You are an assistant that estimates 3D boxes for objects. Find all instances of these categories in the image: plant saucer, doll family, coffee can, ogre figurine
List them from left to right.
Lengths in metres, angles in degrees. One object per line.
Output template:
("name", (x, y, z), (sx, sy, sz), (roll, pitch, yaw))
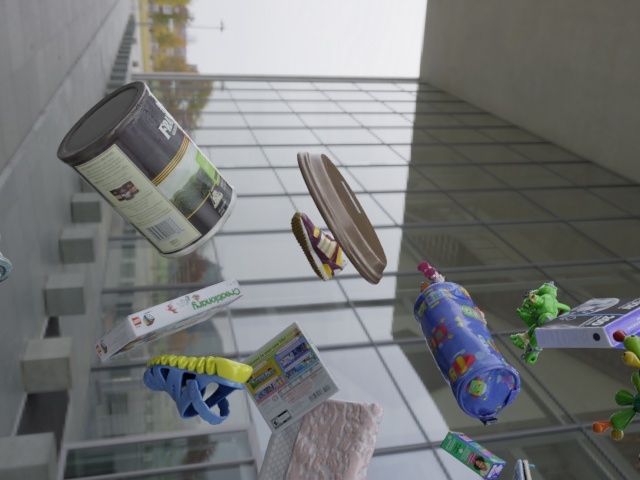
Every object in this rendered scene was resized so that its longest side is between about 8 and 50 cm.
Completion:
("coffee can", (-0.319, -0.128, 1.231), (0.275, 0.201, 0.202), (51, 9, -34))
("plant saucer", (0.046, -0.049, 1.178), (0.278, 0.041, 0.278), (56, 11, -17))
("doll family", (0.356, 0.183, 1.877), (0.263, 0.118, 0.163), (47, 5, 34))
("ogre figurine", (0.494, 0.171, 1.474), (0.096, 0.197, 0.118), (36, -47, 13))

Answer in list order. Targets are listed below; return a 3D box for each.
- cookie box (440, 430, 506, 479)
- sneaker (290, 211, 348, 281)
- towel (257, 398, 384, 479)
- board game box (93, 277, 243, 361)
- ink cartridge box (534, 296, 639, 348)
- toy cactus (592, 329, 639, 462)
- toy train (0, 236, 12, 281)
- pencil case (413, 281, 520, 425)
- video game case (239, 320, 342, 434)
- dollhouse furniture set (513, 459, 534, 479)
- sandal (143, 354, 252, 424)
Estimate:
("cookie box", (0.305, 0.428, 1.304), (0.107, 0.091, 0.040), (29, -90, 33))
("sneaker", (0.000, 0.000, 1.447), (0.069, 0.083, 0.186), (35, -26, 53))
("towel", (-0.021, 0.521, 1.499), (0.316, 0.053, 0.332), (-5, -122, 45))
("board game box", (-0.350, 0.182, 1.526), (0.193, 0.305, 0.053), (-33, -100, 44))
("ink cartridge box", (0.547, 0.152, 1.220), (0.208, 0.206, 0.045), (-10, -85, 56))
("toy cactus", (0.516, 0.256, 1.020), (0.180, 0.112, 0.219), (173, -81, -75))
("toy train", (-0.810, 0.017, 1.390), (0.142, 0.190, 0.334), (54, -11, 29))
("pencil case", (0.275, 0.200, 1.238), (0.306, 0.133, 0.119), (-107, -140, -62))
("video game case", (-0.082, 0.332, 1.575), (0.193, 0.212, 0.023), (56, 17, 13))
("dollhouse furniture set", (0.497, 0.735, 1.840), (0.286, 0.197, 0.304), (-70, 160, -64))
("sandal", (-0.295, 0.334, 1.469), (0.317, 0.126, 0.138), (-8, -117, 42))
